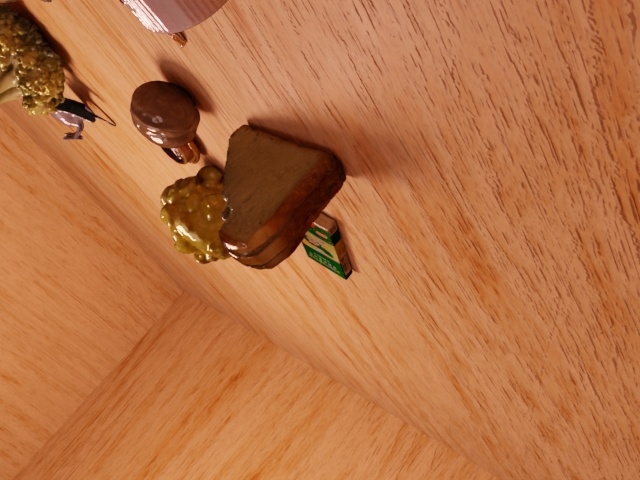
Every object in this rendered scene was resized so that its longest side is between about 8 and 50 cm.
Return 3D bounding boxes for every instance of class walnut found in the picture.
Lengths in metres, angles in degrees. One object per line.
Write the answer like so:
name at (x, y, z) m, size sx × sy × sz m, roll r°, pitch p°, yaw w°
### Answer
walnut at (-0.338, -0.275, 1.413) m, size 0.162 × 0.140 × 0.140 m, roll 42°, pitch 166°, yaw 30°

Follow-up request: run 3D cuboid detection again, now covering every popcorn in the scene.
popcorn at (-0.308, -0.065, 1.750) m, size 0.242 × 0.235 × 0.250 m, roll -24°, pitch 108°, yaw 25°

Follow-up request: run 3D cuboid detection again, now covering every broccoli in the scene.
broccoli at (-0.887, -0.476, 1.804) m, size 0.293 × 0.281 × 0.348 m, roll 7°, pitch 143°, yaw 46°

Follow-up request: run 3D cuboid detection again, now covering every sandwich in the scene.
sandwich at (-0.123, -0.089, 1.229) m, size 0.288 × 0.254 × 0.099 m, roll 28°, pitch 164°, yaw 41°

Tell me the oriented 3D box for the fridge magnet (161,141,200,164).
fridge magnet at (-0.366, -0.247, 1.653) m, size 0.143 × 0.063 × 0.143 m, roll 36°, pitch 159°, yaw 17°

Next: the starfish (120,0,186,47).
starfish at (-0.327, -0.453, 1.105) m, size 0.295 × 0.048 × 0.231 m, roll 49°, pitch 171°, yaw -21°

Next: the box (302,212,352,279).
box at (0.000, 0.000, 1.543) m, size 0.132 × 0.034 × 0.235 m, roll 31°, pitch 160°, yaw 28°

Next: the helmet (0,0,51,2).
helmet at (-0.737, -0.599, 1.442) m, size 0.204 × 0.137 × 0.257 m, roll 34°, pitch 162°, yaw 18°

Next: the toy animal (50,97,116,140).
toy animal at (-0.766, -0.396, 1.995) m, size 0.239 × 0.255 × 0.176 m, roll -132°, pitch 41°, yaw -61°

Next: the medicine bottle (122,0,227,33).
medicine bottle at (-0.250, -0.415, 0.716) m, size 0.242 × 0.242 × 0.395 m, roll 27°, pitch 162°, yaw 37°
